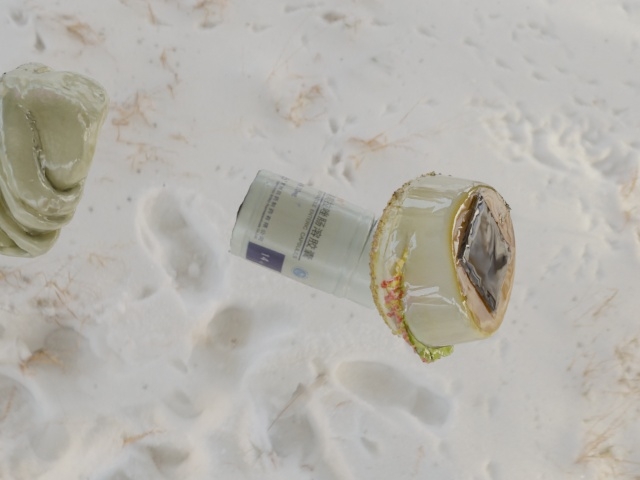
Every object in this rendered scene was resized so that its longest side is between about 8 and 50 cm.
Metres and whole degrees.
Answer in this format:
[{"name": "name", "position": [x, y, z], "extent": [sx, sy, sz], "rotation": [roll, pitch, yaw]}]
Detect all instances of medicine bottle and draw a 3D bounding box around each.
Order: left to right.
[{"name": "medicine bottle", "position": [0.000, 0.000, 1.472], "extent": [0.332, 0.190, 0.190], "rotation": [21, 64, 2]}]

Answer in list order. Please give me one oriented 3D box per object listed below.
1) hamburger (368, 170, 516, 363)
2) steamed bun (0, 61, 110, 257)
[{"name": "hamburger", "position": [0.187, 0.035, 1.144], "extent": [0.276, 0.179, 0.294], "rotation": [49, 53, -42]}, {"name": "steamed bun", "position": [-0.537, -0.156, 1.262], "extent": [0.247, 0.352, 0.339], "rotation": [22, 91, -26]}]
